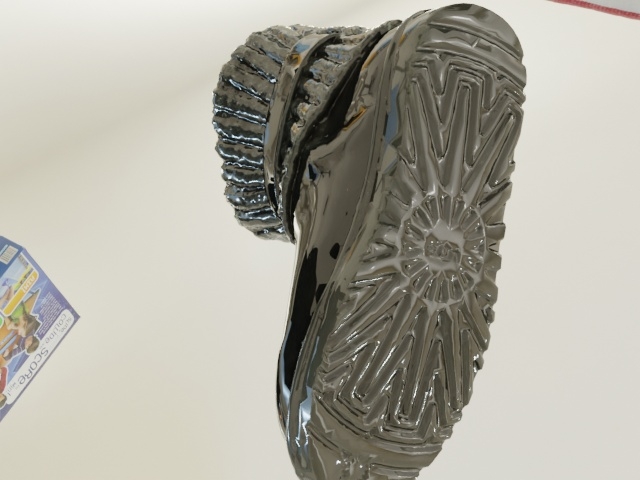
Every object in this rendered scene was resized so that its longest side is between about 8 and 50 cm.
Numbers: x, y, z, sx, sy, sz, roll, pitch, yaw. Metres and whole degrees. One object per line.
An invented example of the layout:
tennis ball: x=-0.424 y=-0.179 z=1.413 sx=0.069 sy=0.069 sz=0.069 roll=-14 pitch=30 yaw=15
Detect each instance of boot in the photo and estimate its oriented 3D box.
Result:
boot: x=0.003 y=0.000 z=0.948 sx=0.260 sy=0.131 sz=0.348 roll=2 pitch=-109 yaw=54

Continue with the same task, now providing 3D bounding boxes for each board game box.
board game box: x=-0.316 y=0.112 z=1.223 sx=0.035 sy=0.136 sz=0.201 roll=24 pitch=-113 yaw=28

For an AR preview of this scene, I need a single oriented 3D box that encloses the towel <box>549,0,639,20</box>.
towel: x=0.218 y=-0.309 z=1.056 sx=0.237 sy=0.329 sz=0.037 roll=24 pitch=-121 yaw=40
